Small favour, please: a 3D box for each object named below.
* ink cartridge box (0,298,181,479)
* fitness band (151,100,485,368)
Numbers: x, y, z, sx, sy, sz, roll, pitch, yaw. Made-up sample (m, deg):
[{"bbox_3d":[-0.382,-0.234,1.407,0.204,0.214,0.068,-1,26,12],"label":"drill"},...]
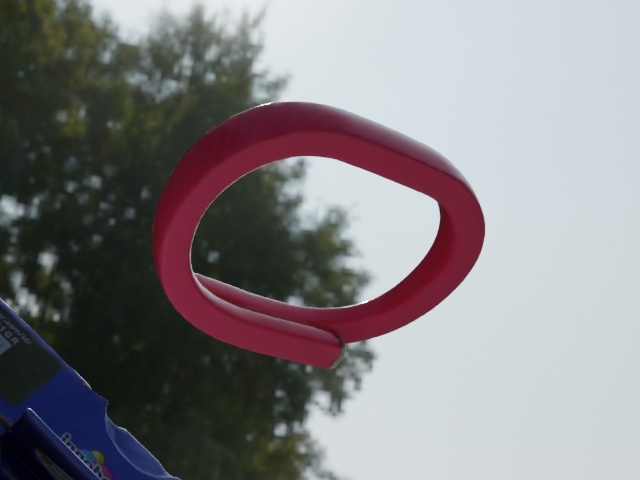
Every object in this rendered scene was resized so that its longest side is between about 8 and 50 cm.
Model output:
[{"bbox_3d":[-0.198,0.211,0.840,0.270,0.151,0.395,45,-57,1],"label":"ink cartridge box"},{"bbox_3d":[0.000,0.000,1.200,0.291,0.054,0.209,18,-61,-38],"label":"fitness band"}]
